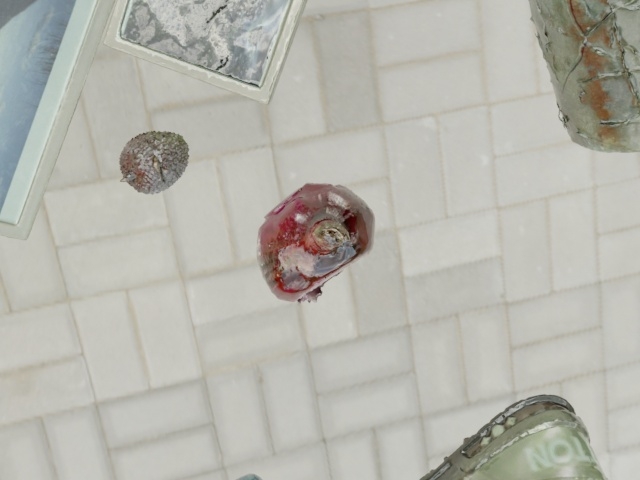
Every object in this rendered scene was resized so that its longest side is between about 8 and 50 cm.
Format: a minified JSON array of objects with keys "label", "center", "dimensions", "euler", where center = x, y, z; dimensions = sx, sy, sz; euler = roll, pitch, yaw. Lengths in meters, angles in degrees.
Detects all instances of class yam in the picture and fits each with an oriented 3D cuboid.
[{"label":"yam","center":[0.354,-0.278,1.115],"dimensions":[0.241,0.241,0.348],"euler":[-28,130,-3]}]

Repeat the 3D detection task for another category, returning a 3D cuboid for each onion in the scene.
[{"label":"onion","center":[-0.010,-0.012,1.268],"dimensions":[0.173,0.198,0.135],"euler":[-38,81,-15]}]

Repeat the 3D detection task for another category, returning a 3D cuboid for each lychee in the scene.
[{"label":"lychee","center":[-0.178,-0.084,1.021],"dimensions":[0.083,0.068,0.067],"euler":[-28,75,-22]}]

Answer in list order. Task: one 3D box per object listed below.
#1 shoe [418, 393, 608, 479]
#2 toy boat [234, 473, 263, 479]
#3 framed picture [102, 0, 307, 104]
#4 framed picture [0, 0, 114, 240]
[{"label":"shoe","center":[0.125,0.269,0.780],"dimensions":[0.109,0.149,0.293],"euler":[30,108,-28]},{"label":"toy boat","center":[0.025,0.256,0.663],"dimensions":[0.092,0.134,0.299],"euler":[-27,129,-6]},{"label":"framed picture","center":[-0.118,-0.360,1.214],"dimensions":[0.240,0.020,0.324],"euler":[22,98,7]},{"label":"framed picture","center":[-0.223,-0.104,0.595],"dimensions":[0.150,0.015,0.203],"euler":[15,110,-31]}]
